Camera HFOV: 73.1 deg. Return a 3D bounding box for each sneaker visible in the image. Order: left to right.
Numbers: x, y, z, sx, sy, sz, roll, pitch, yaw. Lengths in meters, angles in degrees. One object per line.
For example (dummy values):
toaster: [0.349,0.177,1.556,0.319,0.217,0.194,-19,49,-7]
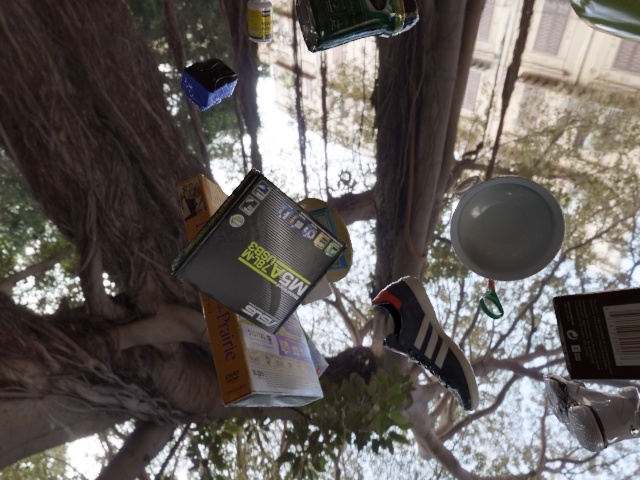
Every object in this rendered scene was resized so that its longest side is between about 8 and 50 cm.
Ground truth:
sneaker: [0.243,0.267,1.056,0.148,0.131,0.350,-24,-111,-12]
sneaker: [0.862,0.517,1.356,0.210,0.137,0.366,-13,-174,8]

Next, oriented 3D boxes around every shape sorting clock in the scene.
shape sorting clock: [0.000,0.000,0.996,0.040,0.206,0.206,-19,-140,-38]

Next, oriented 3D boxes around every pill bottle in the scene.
pill bottle: [-0.154,-0.576,1.104,0.065,0.116,0.065,3,-139,-2]
pill bottle: [0.605,-0.144,1.638,0.112,0.186,0.112,-39,-164,13]

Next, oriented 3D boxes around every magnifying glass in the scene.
magnifying glass: [0.607,0.195,1.533,0.092,0.026,0.231,34,-142,-2]

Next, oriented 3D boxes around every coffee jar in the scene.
coffee jar: [0.060,-0.362,0.677,0.184,0.096,0.079,-17,-174,-13]

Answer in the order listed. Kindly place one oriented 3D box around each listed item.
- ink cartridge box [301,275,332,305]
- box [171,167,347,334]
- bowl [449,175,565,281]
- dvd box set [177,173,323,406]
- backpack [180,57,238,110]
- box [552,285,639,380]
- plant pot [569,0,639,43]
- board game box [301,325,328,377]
ink cartridge box: [-0.026,0.068,0.873,0.063,0.029,0.115,-18,-98,-23]
box: [-0.084,0.022,0.636,0.184,0.191,0.045,-50,-150,0]
bowl: [0.530,-0.041,1.246,0.298,0.298,0.134,13,-164,18]
dvd box set: [-0.133,0.108,0.850,0.062,0.307,0.420,-26,-116,10]
backpack: [-0.273,-0.387,1.063,0.098,0.101,0.120,44,-126,-3]
box: [0.599,0.184,0.878,0.167,0.168,0.203,-16,165,38]
plant pot: [0.380,-0.222,0.282,0.275,0.275,0.293,-12,-132,-11]
board game box: [-0.082,0.379,1.393,0.039,0.211,0.160,-15,-158,49]
